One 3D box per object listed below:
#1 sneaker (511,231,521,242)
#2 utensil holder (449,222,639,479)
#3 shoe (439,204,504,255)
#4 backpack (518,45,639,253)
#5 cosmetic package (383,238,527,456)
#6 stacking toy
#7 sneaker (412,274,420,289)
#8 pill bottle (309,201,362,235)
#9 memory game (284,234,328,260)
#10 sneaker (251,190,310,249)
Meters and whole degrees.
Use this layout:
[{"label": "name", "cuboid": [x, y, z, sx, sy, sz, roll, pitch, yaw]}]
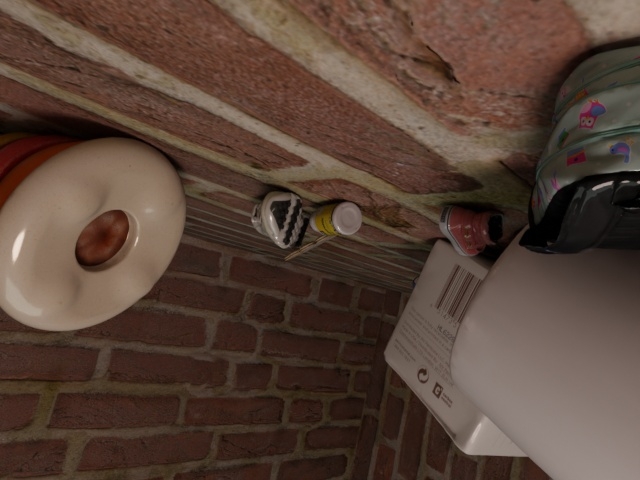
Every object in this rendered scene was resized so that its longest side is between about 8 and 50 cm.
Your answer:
[{"label": "sneaker", "cuboid": [0.381, 0.027, 0.759, 0.093, 0.087, 0.225, 10, 172, 7]}, {"label": "utensil holder", "cuboid": [0.371, 0.158, 0.430, 0.328, 0.327, 0.385, 20, -167, -47]}, {"label": "shoe", "cuboid": [0.269, -0.009, 0.756, 0.081, 0.063, 0.178, 13, 170, 38]}, {"label": "backpack", "cuboid": [0.224, -0.052, 0.329, 0.152, 0.115, 0.182, -4, 165, 24]}, {"label": "cosmetic package", "cuboid": [0.429, 0.238, 0.999, 0.394, 0.327, 0.329, 15, -166, -26]}, {"label": "stacking toy", "cuboid": [-0.528, -0.088, 0.823, 0.480, 0.350, 0.351, 27, 178, 21]}, {"label": "sneaker", "cuboid": [0.439, 0.146, 1.588, 0.297, 0.111, 0.131, 1, 149, 49]}, {"label": "pill bottle", "cuboid": [0.026, -0.042, 0.896, 0.065, 0.065, 0.116, 16, 172, -27]}, {"label": "memory game", "cuboid": [0.000, 0.000, 1.025, 0.186, 0.012, 0.186, -27, 178, -1]}, {"label": "sneaker", "cuboid": [-0.099, -0.045, 0.960, 0.119, 0.109, 0.292, 20, 173, 6]}]
